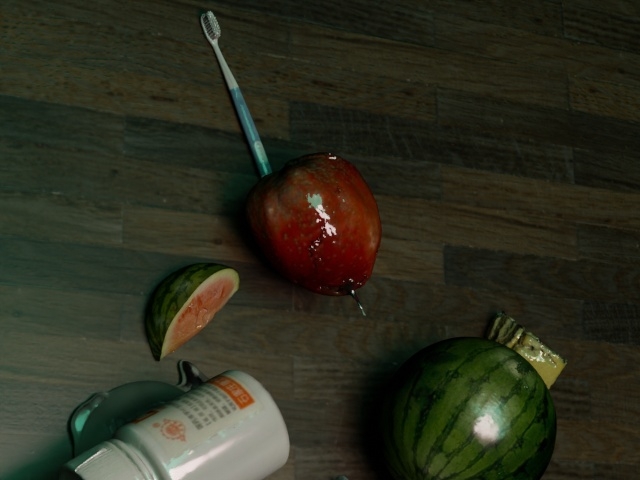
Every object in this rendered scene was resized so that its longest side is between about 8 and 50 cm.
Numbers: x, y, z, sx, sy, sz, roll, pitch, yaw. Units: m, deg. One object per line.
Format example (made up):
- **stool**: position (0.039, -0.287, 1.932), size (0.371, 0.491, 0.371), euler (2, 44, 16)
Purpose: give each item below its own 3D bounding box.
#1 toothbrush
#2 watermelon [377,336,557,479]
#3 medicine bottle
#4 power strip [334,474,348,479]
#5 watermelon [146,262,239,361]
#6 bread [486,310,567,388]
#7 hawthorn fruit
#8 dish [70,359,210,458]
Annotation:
- **toothbrush**: position (-0.112, -0.193, 2.071), size (0.019, 0.025, 0.275), euler (-18, 85, -32)
- **watermelon**: position (0.197, 0.250, 1.987), size (0.242, 0.242, 0.242), euler (8, 72, -26)
- **medicine bottle**: position (-0.171, 0.264, 1.745), size (0.252, 0.144, 0.144), euler (-29, 90, -32)
- **power strip**: position (-0.037, 0.396, 1.929), size (0.216, 0.044, 0.137), euler (-15, 84, -31)
- **watermelon**: position (-0.180, 0.071, 1.949), size (0.069, 0.087, 0.163), euler (30, 53, 24)
- **bread**: position (0.283, 0.179, 2.141), size (0.103, 0.156, 0.110), euler (30, 96, -11)
- **hawthorn fruit**: position (0.000, 0.000, 1.995), size (0.181, 0.181, 0.235), euler (-22, 87, -32)
- **dish**: position (-0.196, 0.257, 1.863), size (0.224, 0.078, 0.246), euler (40, 60, -11)
